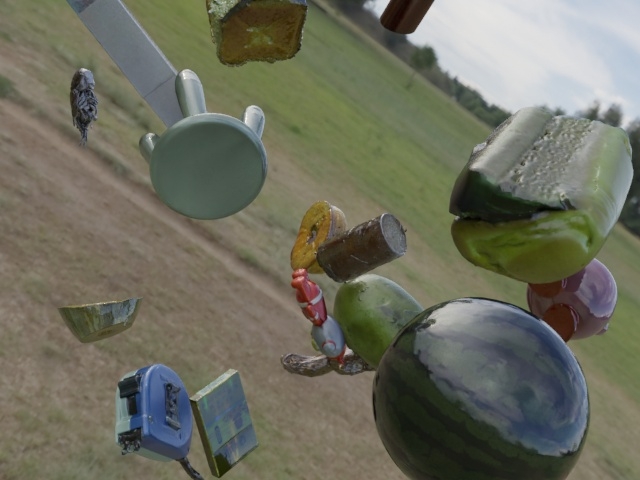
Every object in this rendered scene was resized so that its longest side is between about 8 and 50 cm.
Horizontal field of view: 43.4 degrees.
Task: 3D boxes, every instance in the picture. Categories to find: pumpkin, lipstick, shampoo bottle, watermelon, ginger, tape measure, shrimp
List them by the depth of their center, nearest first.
[{"bbox_3d":[0.158,0.160,0.792,0.212,0.212,0.212,35,12,-9],"label":"watermelon"},{"bbox_3d":[-0.331,-0.335,1.474,0.371,0.080,0.076,52,3,-13],"label":"lipstick"},{"bbox_3d":[-0.490,-0.272,1.670,0.065,0.165,0.057,6,18,39],"label":"shrimp"},{"bbox_3d":[-0.337,0.416,1.828,0.351,0.098,0.215,53,23,-55],"label":"tape measure"},{"bbox_3d":[0.237,-0.600,1.912,0.102,0.260,0.064,6,61,-19],"label":"shampoo bottle"},{"bbox_3d":[-0.564,0.205,2.083,0.217,0.218,0.110,11,70,-64],"label":"pumpkin"},{"bbox_3d":[0.038,0.331,2.144,0.290,0.084,0.122,-2,19,8],"label":"ginger"}]

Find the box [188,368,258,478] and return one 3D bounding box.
[{"bbox_3d":[-0.199,0.380,1.673,0.030,0.193,0.121,7,28,41],"label":"box"}]

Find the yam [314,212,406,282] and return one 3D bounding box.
[{"bbox_3d":[0.066,0.013,1.263,0.079,0.141,0.079,28,49,-37],"label":"yam"}]

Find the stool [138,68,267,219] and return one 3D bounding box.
[{"bbox_3d":[-0.200,-0.161,1.410,0.195,0.195,0.198,26,21,-24],"label":"stool"}]

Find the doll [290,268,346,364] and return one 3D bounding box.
[{"bbox_3d":[-0.001,0.182,1.844,0.142,0.076,0.244,-89,157,-71],"label":"doll"}]

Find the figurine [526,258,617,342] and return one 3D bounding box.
[{"bbox_3d":[0.470,0.102,1.504,0.173,0.173,0.173,35,12,-9],"label":"figurine"}]

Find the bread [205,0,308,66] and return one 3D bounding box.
[{"bbox_3d":[-0.086,-0.295,1.058,0.140,0.128,0.069,103,-30,-61],"label":"bread"}]

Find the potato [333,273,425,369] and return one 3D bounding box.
[{"bbox_3d":[0.165,0.216,2.011,0.304,0.215,0.216,34,11,19],"label":"potato"}]

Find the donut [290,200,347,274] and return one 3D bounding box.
[{"bbox_3d":[0.001,0.000,1.988,0.075,0.190,0.174,22,-26,-24],"label":"donut"}]

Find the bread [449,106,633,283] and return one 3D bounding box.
[{"bbox_3d":[0.362,-0.070,1.321,0.251,0.208,0.376,19,32,19],"label":"bread"}]
